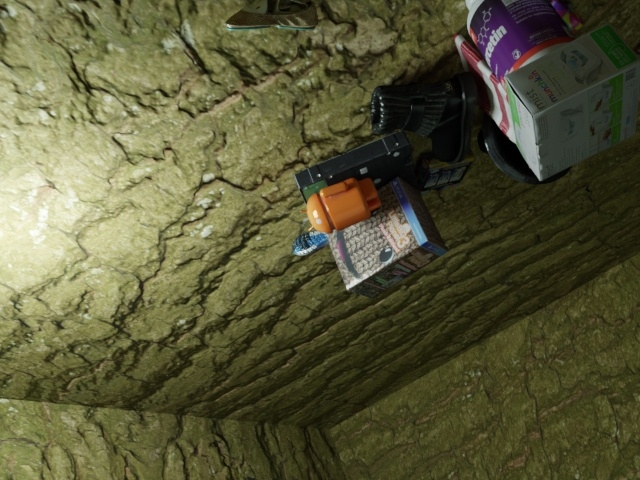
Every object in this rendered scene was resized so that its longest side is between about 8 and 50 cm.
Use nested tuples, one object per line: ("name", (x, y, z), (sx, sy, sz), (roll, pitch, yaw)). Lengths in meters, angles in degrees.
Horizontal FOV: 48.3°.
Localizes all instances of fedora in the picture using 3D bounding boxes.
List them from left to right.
("fedora", (0.574, -0.299, 2.047), (0.334, 0.333, 0.152), (-7, 177, -22))

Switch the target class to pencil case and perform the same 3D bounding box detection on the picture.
("pencil case", (0.554, -0.505, 1.815), (0.105, 0.104, 0.236), (8, 137, -40))

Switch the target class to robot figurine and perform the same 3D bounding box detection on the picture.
("robot figurine", (0.056, -0.095, 2.003), (0.220, 0.128, 0.158), (-22, -179, 2))

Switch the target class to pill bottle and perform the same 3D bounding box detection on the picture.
("pill bottle", (0.446, -0.457, 1.596), (0.182, 0.322, 0.181), (-16, 149, -10))

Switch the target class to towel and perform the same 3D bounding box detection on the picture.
("towel", (0.438, -0.342, 1.767), (0.037, 0.329, 0.237), (-33, 148, 5))

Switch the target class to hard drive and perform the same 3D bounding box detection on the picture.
("hard drive", (0.109, -0.177, 2.092), (0.339, 0.064, 0.237), (-23, 150, 2))

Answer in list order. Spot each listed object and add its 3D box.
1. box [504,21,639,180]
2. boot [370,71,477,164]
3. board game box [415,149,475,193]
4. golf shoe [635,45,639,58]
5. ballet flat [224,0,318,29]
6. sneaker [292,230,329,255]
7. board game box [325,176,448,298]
("box", (0.525, -0.275, 1.485), (0.231, 0.126, 0.262), (-27, 149, 8))
("boot", (0.260, -0.307, 1.897), (0.260, 0.131, 0.348), (-13, 149, -4))
("board game box", (0.373, -0.213, 2.198), (0.170, 0.048, 0.141), (-14, 148, -24))
("golf shoe", (1.012, -0.579, 1.981), (0.140, 0.115, 0.306), (-12, 157, -35))
("ballet flat", (-0.102, -0.478, 1.497), (0.206, 0.073, 0.067), (-10, 121, -24))
("sneaker", (0.000, 0.000, 2.306), (0.191, 0.071, 0.083), (-27, 155, 10))
("board game box", (0.190, -0.004, 2.131), (0.291, 0.232, 0.141), (-35, 150, 23))
